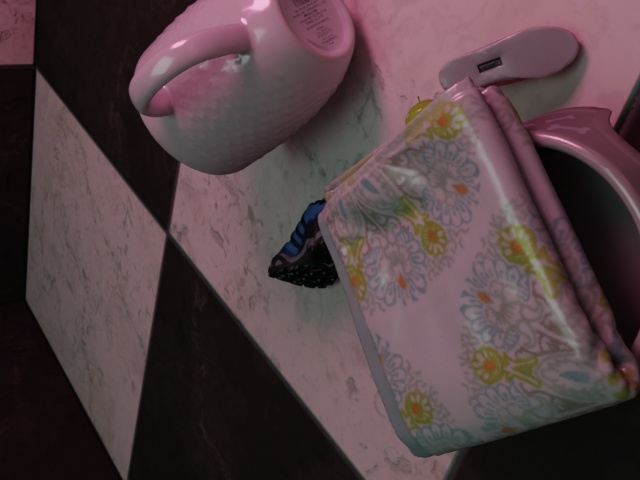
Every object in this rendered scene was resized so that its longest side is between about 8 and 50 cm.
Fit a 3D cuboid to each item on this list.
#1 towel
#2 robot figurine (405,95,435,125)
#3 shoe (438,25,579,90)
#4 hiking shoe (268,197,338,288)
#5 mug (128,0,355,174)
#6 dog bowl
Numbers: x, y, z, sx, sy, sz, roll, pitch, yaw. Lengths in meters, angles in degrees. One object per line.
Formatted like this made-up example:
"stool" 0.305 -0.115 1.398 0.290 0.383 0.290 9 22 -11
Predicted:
"towel" 0.151 0.045 0.915 0.320 0.090 0.374 -37 71 51
"robot figurine" 0.168 -0.156 1.149 0.101 0.067 0.115 87 157 -67
"shoe" 0.246 -0.236 1.029 0.178 0.081 0.063 -12 102 25
"hiking shoe" 0.000 0.000 1.416 0.304 0.113 0.132 -32 42 59
"mug" -0.142 -0.283 1.285 0.328 0.374 0.276 -27 88 44
"dog bowl" 0.272 0.023 0.910 0.349 0.102 0.348 17 112 48
